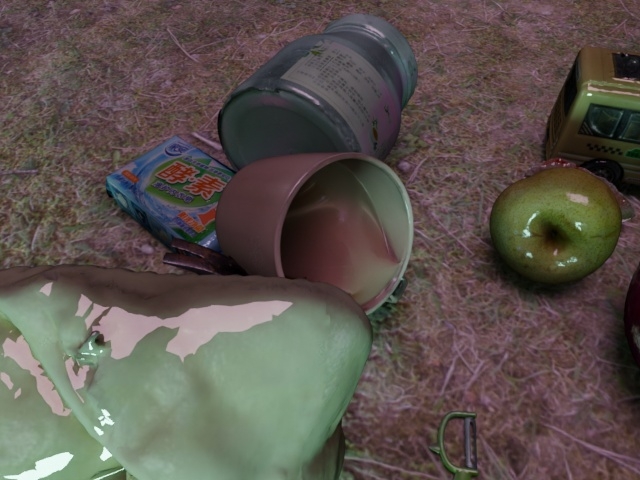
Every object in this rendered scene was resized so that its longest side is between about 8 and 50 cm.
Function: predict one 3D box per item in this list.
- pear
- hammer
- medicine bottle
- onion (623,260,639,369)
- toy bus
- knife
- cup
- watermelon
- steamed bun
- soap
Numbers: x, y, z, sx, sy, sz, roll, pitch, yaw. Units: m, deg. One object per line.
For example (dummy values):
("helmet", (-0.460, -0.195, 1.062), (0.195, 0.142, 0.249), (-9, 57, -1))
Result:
("pear", (0.323, -0.022, 0.703), (0.167, 0.167, 0.136), (26, 27, 22))
("hammer", (-0.210, 0.068, 0.625), (0.290, 0.137, 0.037), (-11, 43, 27))
("medicine bottle", (0.014, -0.215, 0.824), (0.245, 0.245, 0.290), (20, 52, 18))
("onion", (0.505, 0.047, 0.498), (0.348, 0.385, 0.348), (-12, 45, 12))
("toy bus", (0.571, -0.182, 0.814), (0.365, 0.202, 0.177), (13, 49, 11))
("knife", (0.141, 0.280, 0.536), (0.054, 0.015, 0.212), (6, 49, 7))
("cup", (0.000, 0.000, 0.658), (0.200, 0.253, 0.191), (16, 72, 55))
("watermelon", (0.395, -0.070, 0.799), (0.180, 0.094, 0.081), (17, 46, -4))
("steamed bun", (-0.152, 0.169, 0.448), (0.367, 0.342, 0.255), (7, 70, -8))
("soap", (-0.201, -0.060, 0.799), (0.293, 0.077, 0.156), (33, 57, 25))
